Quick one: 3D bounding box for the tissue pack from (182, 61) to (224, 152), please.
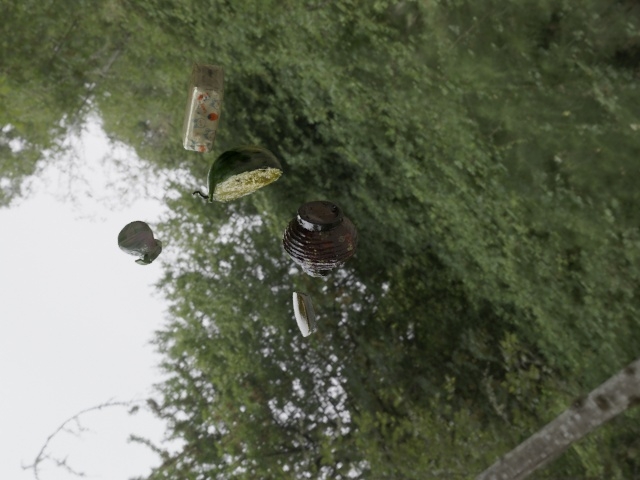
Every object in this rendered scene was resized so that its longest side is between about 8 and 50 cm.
[{"bbox_3d":[-0.317,-0.357,1.733,0.092,0.196,0.148,6,-140,-15],"label":"tissue pack"}]

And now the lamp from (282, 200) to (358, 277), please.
[{"bbox_3d":[0.000,0.000,2.046,0.247,0.247,0.247,36,-157,-18],"label":"lamp"}]

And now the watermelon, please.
[{"bbox_3d":[-0.222,-0.192,1.761,0.204,0.232,0.127,15,-125,-75],"label":"watermelon"}]

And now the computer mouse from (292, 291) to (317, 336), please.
[{"bbox_3d":[-0.036,0.164,1.467,0.199,0.045,0.102,111,146,-87],"label":"computer mouse"}]

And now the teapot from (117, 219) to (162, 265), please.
[{"bbox_3d":[-0.311,0.012,1.120,0.064,0.064,0.083,54,-164,-55],"label":"teapot"}]

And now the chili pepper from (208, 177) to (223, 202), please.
[{"bbox_3d":[-0.260,-0.129,1.591,0.030,0.017,0.083,59,-144,-33],"label":"chili pepper"}]
